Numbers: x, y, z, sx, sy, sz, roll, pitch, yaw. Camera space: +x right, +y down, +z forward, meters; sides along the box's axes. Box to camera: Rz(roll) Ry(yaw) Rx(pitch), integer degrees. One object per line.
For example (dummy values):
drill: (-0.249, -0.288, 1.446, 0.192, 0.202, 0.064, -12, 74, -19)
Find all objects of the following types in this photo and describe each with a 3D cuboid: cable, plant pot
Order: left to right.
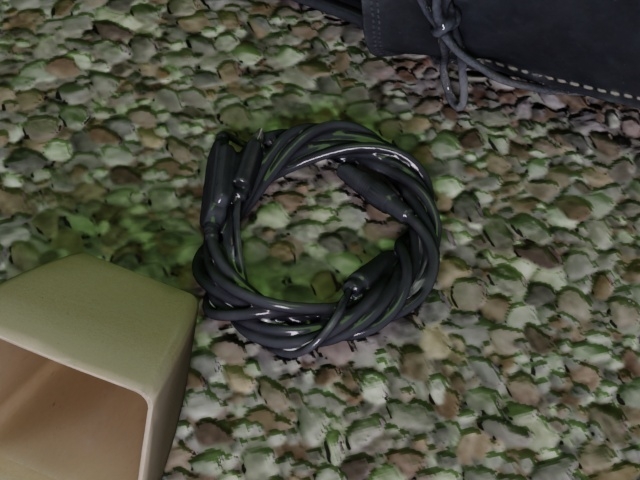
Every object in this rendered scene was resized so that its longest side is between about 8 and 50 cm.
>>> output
plant pot: (-0.117, 0.069, 0.622, 0.109, 0.109, 0.096, 21, 38, 11)
cable: (0.000, 0.000, 0.739, 0.151, 0.047, 0.184, 7, 46, -8)

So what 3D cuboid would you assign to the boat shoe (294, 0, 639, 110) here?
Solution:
boat shoe: (0.097, -0.187, 0.825, 0.500, 0.186, 0.156, 30, 57, 24)
